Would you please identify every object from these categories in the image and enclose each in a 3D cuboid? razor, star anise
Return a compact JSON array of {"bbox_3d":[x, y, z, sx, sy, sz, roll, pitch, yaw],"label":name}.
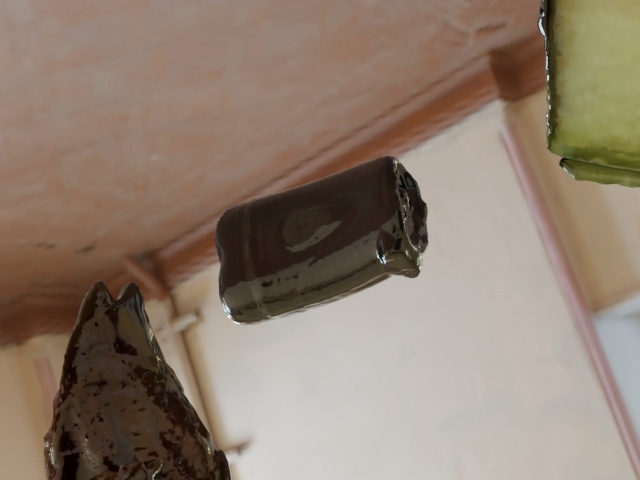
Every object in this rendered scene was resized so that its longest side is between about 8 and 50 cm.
[{"bbox_3d":[0.000,0.000,0.879,0.148,0.090,0.054,-19,151,21],"label":"razor"},{"bbox_3d":[-0.075,0.160,0.491,0.088,0.288,0.288,5,160,-9],"label":"star anise"}]

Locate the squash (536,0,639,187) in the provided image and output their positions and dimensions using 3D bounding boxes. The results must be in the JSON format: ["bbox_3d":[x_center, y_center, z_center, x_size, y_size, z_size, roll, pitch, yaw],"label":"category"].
[{"bbox_3d":[0.140,-0.108,0.291,0.184,0.085,0.192,0,127,7],"label":"squash"}]
